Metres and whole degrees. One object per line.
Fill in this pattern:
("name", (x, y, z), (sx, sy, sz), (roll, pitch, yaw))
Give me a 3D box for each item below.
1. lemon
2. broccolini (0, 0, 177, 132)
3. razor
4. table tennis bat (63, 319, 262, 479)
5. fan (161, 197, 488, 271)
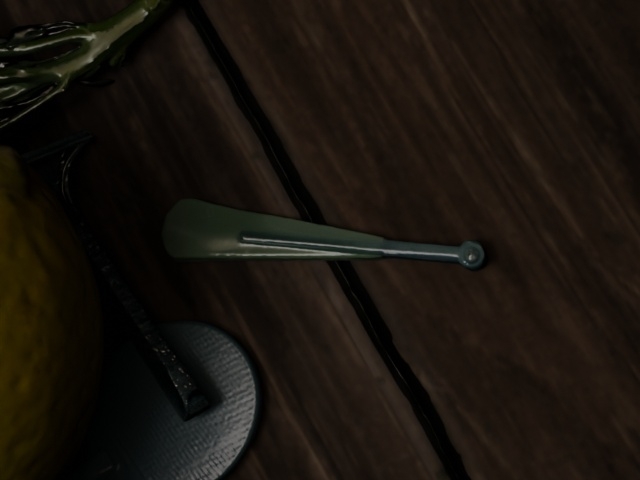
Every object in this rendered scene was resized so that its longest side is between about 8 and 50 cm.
("lemon", (-0.241, 0.061, 0.799), (0.267, 0.267, 0.267), (-2, 84, 16))
("broccolini", (-0.157, -0.149, 0.909), (0.271, 0.062, 0.123), (-40, 81, 1))
("razor", (-0.119, 0.024, 0.880), (0.066, 0.033, 0.190), (-27, 70, -24))
("table tennis bat", (-0.102, 0.112, 0.878), (0.155, 0.019, 0.100), (-40, 75, 7))
("fan", (0.000, 0.000, 0.861), (0.193, 0.016, 0.038), (4, 84, 16))
